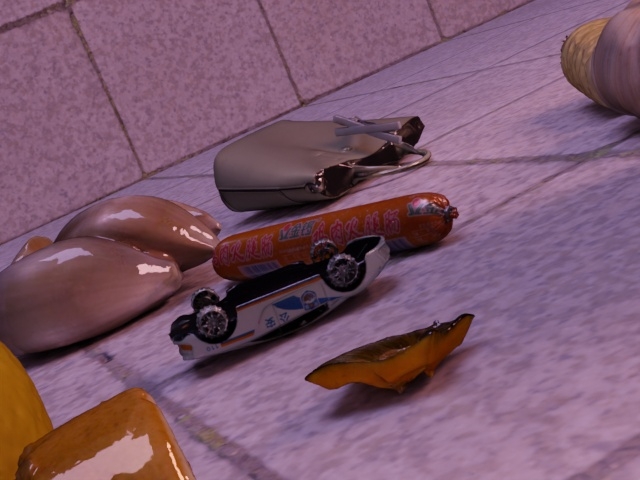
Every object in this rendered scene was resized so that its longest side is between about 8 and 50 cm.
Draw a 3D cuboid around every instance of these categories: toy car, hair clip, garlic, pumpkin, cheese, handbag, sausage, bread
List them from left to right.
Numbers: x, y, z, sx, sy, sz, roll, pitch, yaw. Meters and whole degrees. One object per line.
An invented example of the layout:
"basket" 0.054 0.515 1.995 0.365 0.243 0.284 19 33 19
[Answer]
"garlic" -0.274 0.037 1.302 0.325 0.132 0.279 -20 19 40
"bread" -0.076 0.136 0.448 0.073 0.149 0.122 -25 54 -15
"toy car" -0.033 0.048 0.936 0.205 0.056 0.095 -21 11 -7
"sausage" 0.000 0.000 1.102 0.348 0.053 0.053 -12 16 44
"handbag" 0.014 -0.121 1.522 0.315 0.109 0.241 -6 21 46
"hair clip" 0.070 -0.153 1.469 0.039 0.030 0.115 -27 29 -35
"pumpkin" 0.048 0.079 0.704 0.101 0.035 0.073 -22 -1 25
"cheese" 0.356 -0.210 1.283 0.123 0.094 0.167 -13 16 1
"garlic" 0.345 -0.235 1.085 0.199 0.226 0.199 -25 15 7

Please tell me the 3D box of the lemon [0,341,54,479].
"lemon" -0.246 0.127 0.508 0.233 0.233 0.288 -15 -20 34
